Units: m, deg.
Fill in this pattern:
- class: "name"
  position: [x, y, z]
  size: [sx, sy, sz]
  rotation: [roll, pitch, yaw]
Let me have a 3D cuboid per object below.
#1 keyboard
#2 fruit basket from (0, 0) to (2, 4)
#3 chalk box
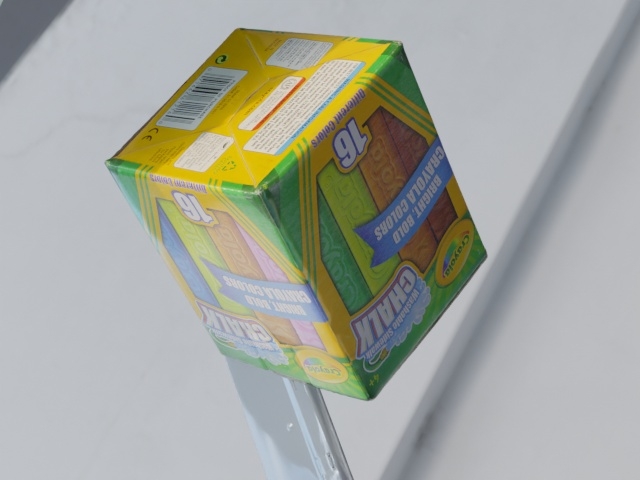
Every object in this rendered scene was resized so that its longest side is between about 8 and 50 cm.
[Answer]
- class: "keyboard"
  position: [-0.046, 0.062, 0.909]
  size: [0.072, 0.014, 0.256]
  rotation: [-33, 71, 42]
- class: "fruit basket"
  position: [-0.217, -0.292, 0.726]
  size: [0.283, 0.392, 0.392]
  rotation: [27, 158, -20]
- class: "chalk box"
  position: [0.000, 0.000, 0.772]
  size: [0.132, 0.132, 0.213]
  rotation: [12, 142, 42]
